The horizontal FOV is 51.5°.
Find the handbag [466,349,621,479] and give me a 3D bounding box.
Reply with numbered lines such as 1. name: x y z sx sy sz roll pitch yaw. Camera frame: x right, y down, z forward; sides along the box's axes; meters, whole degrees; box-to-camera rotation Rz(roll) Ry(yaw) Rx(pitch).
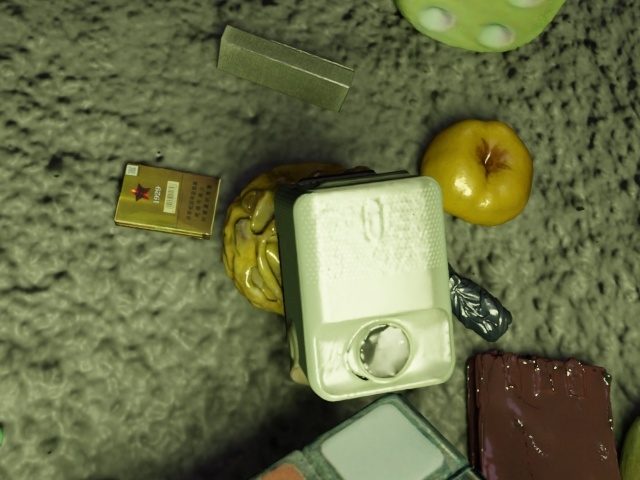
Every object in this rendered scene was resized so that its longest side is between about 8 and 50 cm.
1. handbag: 0.300 0.261 0.911 0.203 0.074 0.216 7 67 -12

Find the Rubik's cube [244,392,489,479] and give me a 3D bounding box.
1. Rubik's cube: 0.046 0.413 0.573 0.359 0.362 0.363 -25 35 -24

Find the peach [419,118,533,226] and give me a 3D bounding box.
1. peach: 0.240 -0.107 1.016 0.179 0.103 0.179 4 72 -14

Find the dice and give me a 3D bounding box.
1. dice: 0.270 -0.482 1.082 0.252 0.250 0.254 14 67 -9

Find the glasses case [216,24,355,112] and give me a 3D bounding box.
1. glasses case: -0.054 -0.265 1.019 0.205 0.071 0.047 19 63 -6

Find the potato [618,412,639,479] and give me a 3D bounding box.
1. potato: 0.475 0.343 0.872 0.159 0.174 0.251 6 87 26

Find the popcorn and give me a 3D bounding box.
1. popcorn: 0.000 0.000 0.871 0.250 0.190 0.250 7 68 -17

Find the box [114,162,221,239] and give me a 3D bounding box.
1. box: -0.212 -0.055 0.927 0.133 0.023 0.090 8 67 -11

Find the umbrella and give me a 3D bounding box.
1. umbrella: 0.172 0.051 0.960 0.248 0.071 0.071 41 66 5

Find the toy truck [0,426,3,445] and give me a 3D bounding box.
1. toy truck: -0.461 0.274 0.693 0.135 0.128 0.259 21 66 9

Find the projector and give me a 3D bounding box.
1. projector: 0.042 0.049 0.702 0.163 0.177 0.242 -6 99 -9
